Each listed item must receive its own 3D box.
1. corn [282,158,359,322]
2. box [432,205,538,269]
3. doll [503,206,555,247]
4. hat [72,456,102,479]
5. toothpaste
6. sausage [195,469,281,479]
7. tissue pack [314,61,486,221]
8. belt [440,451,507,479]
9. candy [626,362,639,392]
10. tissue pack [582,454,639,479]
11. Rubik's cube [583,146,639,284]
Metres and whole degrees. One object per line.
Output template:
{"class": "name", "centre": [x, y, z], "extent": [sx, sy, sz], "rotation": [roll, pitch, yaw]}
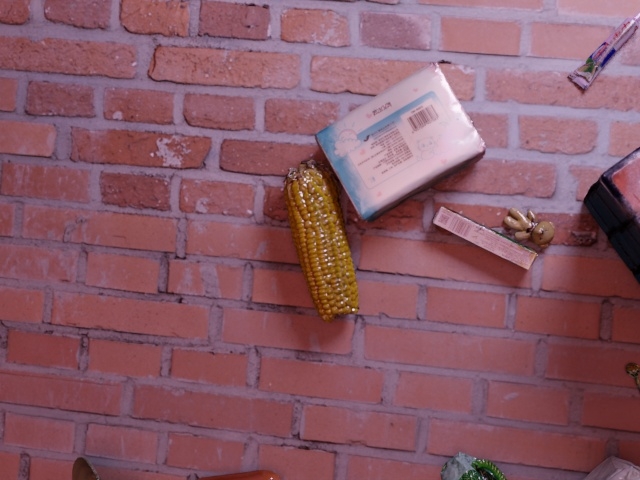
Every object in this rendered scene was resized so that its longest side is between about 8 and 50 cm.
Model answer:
{"class": "corn", "centre": [0.000, 0.000, 1.651], "extent": [0.115, 0.115, 0.317], "rotation": [-13, 88, 7]}
{"class": "box", "centre": [0.312, -0.006, 1.639], "extent": [0.207, 0.050, 0.041], "rotation": [26, 96, 7]}
{"class": "doll", "centre": [0.399, -0.024, 1.640], "extent": [0.093, 0.051, 0.061], "rotation": [32, 95, 36]}
{"class": "hat", "centre": [-0.397, 0.536, 1.692], "extent": [0.110, 0.252, 0.252], "rotation": [-10, 88, -32]}
{"class": "toothpaste", "centre": [0.542, -0.361, 1.621], "extent": [0.045, 0.028, 0.170], "rotation": [44, 99, 12]}
{"class": "sausage", "centre": [-0.168, 0.496, 1.690], "extent": [0.194, 0.077, 0.077], "rotation": [-10, 89, 8]}
{"class": "tissue pack", "centre": [0.150, -0.181, 1.623], "extent": [0.271, 0.124, 0.201], "rotation": [-30, 87, 7]}
{"class": "belt", "centre": [0.300, 0.453, 1.600], "extent": [0.151, 0.121, 0.079], "rotation": [38, 99, 46]}
{"class": "candy", "centre": [0.596, 0.271, 1.619], "extent": [0.025, 0.023, 0.083], "rotation": [-17, 98, -1]}
{"class": "tissue pack", "centre": [0.605, 0.553, 1.505], "extent": [0.160, 0.242, 0.338], "rotation": [-43, 85, 2]}
{"class": "Rubik's cube", "centre": [0.683, -0.045, 1.429], "extent": [0.344, 0.337, 0.344], "rotation": [-34, 77, 6]}
